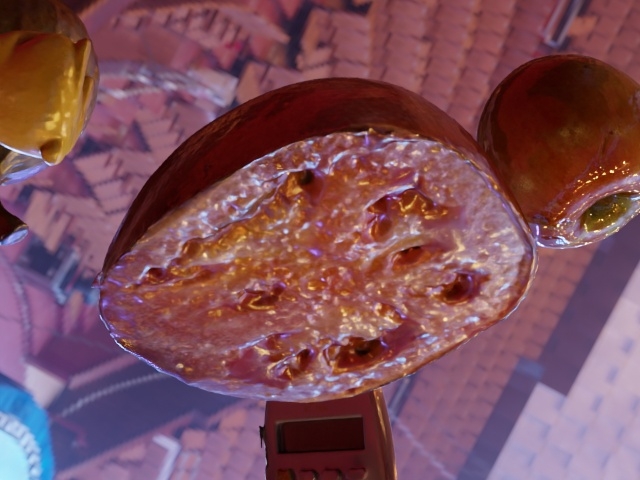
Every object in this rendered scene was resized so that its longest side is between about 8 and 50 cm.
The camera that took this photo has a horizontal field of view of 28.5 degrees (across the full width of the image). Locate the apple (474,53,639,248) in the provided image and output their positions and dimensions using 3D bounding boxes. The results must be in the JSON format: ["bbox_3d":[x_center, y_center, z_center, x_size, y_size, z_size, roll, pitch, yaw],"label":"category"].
[{"bbox_3d":[0.243,-0.092,1.246,0.196,0.196,0.196,-60,173,-13],"label":"apple"}]

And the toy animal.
[{"bbox_3d":[-0.229,-0.102,0.800,0.070,0.159,0.083,107,-2,-62],"label":"toy animal"}]

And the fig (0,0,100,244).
[{"bbox_3d":[-0.327,-0.123,1.280,0.321,0.217,0.217,-104,-152,-45],"label":"fig"}]

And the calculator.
[{"bbox_3d":[0.013,0.285,1.420,0.043,0.194,0.294,7,76,-47],"label":"calculator"}]

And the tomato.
[{"bbox_3d":[-0.004,-0.011,0.980,0.338,0.338,0.143,110,-21,-49],"label":"tomato"}]
